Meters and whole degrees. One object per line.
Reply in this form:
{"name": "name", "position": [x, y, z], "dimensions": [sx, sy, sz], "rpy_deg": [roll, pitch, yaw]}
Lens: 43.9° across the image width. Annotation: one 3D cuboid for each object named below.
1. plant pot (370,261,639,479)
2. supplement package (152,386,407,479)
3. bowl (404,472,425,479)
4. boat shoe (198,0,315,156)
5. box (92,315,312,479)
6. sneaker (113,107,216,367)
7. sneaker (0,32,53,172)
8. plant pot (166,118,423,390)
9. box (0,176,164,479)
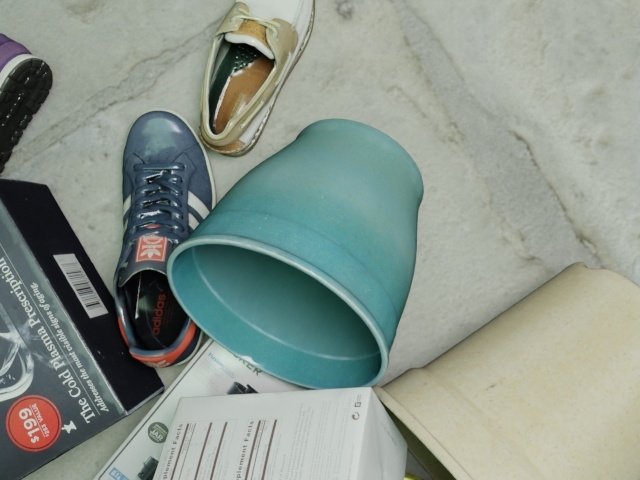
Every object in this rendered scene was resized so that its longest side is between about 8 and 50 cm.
{"name": "plant pot", "position": [0.276, 0.203, 0.944], "dimensions": [0.305, 0.334, 0.334], "rpy_deg": [-40, 88, -8]}
{"name": "supplement package", "position": [-0.043, 0.260, 0.888], "dimensions": [0.244, 0.139, 0.133], "rpy_deg": [-8, 46, 24]}
{"name": "bowl", "position": [0.067, 0.415, 1.016], "dimensions": [0.290, 0.156, 0.289], "rpy_deg": [0, 92, 2]}
{"name": "boat shoe", "position": [-0.081, -0.258, 1.049], "dimensions": [0.113, 0.103, 0.302], "rpy_deg": [16, 91, 3]}
{"name": "box", "position": [-0.144, 0.252, 1.064], "dimensions": [0.169, 0.087, 0.290], "rpy_deg": [41, 92, 2]}
{"name": "sneaker", "position": [-0.208, -0.005, 1.035], "dimensions": [0.131, 0.148, 0.350], "rpy_deg": [-5, 89, 4]}
{"name": "sneaker", "position": [-0.493, -0.155, 1.091], "dimensions": [0.124, 0.107, 0.283], "rpy_deg": [35, 89, 17]}
{"name": "plant pot", "position": [0.000, 0.000, 0.953], "dimensions": [0.272, 0.271, 0.255], "rpy_deg": [28, 57, 3]}
{"name": "box", "position": [-0.438, 0.143, 1.037], "dimensions": [0.313, 0.179, 0.343], "rpy_deg": [-32, 88, 4]}
